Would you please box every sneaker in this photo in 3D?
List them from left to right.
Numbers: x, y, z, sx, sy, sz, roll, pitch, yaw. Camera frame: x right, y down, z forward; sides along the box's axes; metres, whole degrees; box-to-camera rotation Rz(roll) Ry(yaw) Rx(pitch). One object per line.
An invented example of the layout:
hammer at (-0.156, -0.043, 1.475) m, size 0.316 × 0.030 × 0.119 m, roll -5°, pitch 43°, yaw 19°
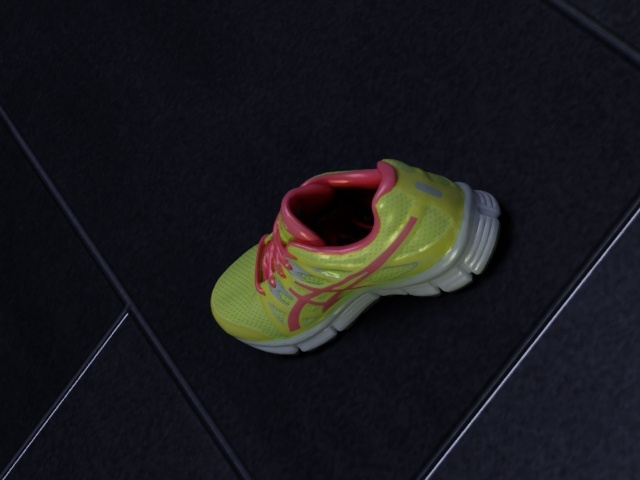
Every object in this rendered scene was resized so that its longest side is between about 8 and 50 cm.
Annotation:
sneaker at (0.000, 0.000, 1.095) m, size 0.208 × 0.094 × 0.081 m, roll -26°, pitch 49°, yaw 39°
